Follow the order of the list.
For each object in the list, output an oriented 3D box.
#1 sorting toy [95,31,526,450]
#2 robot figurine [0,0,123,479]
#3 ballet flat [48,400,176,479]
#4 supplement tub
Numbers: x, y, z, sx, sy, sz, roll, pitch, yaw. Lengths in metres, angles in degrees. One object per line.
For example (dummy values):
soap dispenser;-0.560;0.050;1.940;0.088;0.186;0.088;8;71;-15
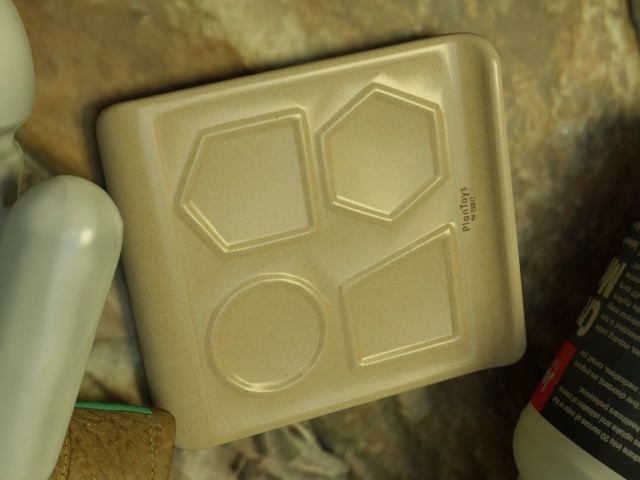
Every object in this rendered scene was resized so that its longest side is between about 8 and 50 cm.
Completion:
sorting toy;0.000;0.000;0.668;0.208;0.038;0.193;-12;110;-10
robot figurine;-0.225;0.003;0.495;0.300;0.200;0.353;14;103;6
ballet flat;-0.092;0.238;0.674;0.124;0.116;0.342;-14;106;-23
supplement tub;0.225;0.087;0.684;0.191;0.191;0.272;27;96;-24
